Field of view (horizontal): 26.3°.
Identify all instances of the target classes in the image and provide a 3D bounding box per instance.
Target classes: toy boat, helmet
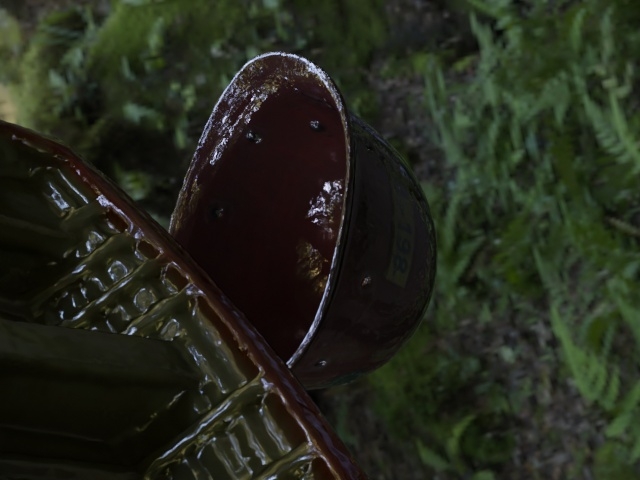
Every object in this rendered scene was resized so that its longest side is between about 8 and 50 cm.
[{"bbox_3d":[-0.056,0.062,0.346,0.392,0.136,0.079,48,121,51],"label":"toy boat"},{"bbox_3d":[0.000,0.000,0.689,0.155,0.106,0.175,-30,57,42],"label":"helmet"}]
